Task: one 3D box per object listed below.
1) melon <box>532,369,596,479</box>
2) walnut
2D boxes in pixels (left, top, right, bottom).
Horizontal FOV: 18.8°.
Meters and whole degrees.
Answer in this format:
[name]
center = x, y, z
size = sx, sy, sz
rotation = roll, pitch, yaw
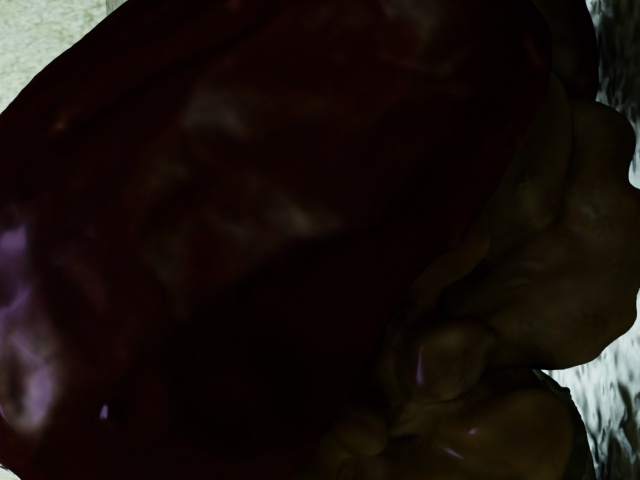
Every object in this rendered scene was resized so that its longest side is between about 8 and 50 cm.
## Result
[melon]
center = 0.076, 0.117, 0.782
size = 0.160, 0.079, 0.128
rotation = -114, 6, -59
[walnut]
center = 0.000, 0.000, 0.711
size = 0.244, 0.269, 0.222
rotation = 43, -174, 33
